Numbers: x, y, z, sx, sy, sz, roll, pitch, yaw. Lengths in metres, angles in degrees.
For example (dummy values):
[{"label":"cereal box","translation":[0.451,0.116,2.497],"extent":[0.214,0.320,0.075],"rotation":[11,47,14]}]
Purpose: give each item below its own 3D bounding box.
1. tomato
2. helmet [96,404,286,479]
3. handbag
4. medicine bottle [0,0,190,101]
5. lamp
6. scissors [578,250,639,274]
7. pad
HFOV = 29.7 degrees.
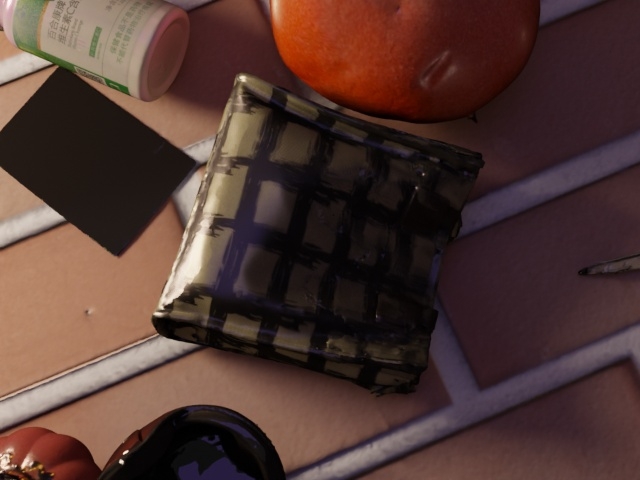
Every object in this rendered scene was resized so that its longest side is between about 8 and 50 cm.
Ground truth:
[{"label":"tomato","translation":[0.104,-0.308,1.471],"extent":[0.341,0.273,0.341],"rotation":[-1,59,2]},{"label":"helmet","translation":[-0.143,0.281,1.327],"extent":[0.216,0.193,0.189],"rotation":[-40,88,-3]},{"label":"handbag","translation":[0.000,0.000,1.443],"extent":[0.327,0.162,0.325],"rotation":[16,76,0]},{"label":"medicine bottle","translation":[-0.317,-0.288,1.568],"extent":[0.274,0.133,0.133],"rotation":[23,74,12]},{"label":"lamp","translation":[-0.330,0.299,1.358],"extent":[0.182,0.140,0.182],"rotation":[-5,72,15]},{"label":"scissors","translation":[0.463,0.007,1.481],"extent":[0.300,0.022,0.109],"rotation":[-11,67,-1]},{"label":"pad","translation":[-0.303,-0.108,1.572],"extent":[0.243,0.004,0.163],"rotation":[36,77,14]}]
